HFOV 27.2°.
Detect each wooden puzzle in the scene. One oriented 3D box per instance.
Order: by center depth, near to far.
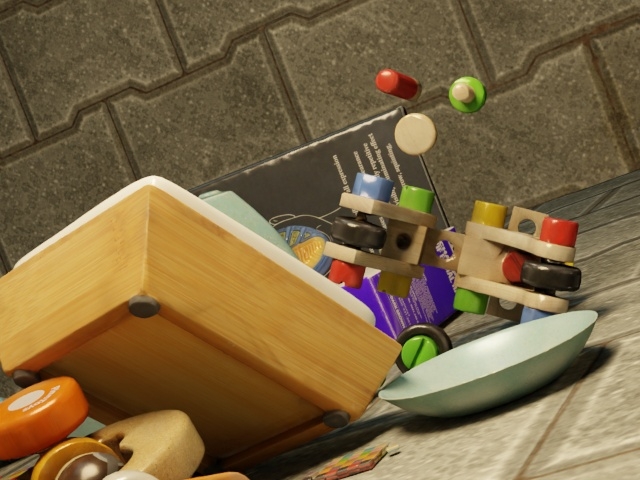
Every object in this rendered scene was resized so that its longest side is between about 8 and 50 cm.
[{"bbox_3d":[0.024,0.176,1.040,0.083,0.006,0.049,-21,2,22],"label":"wooden puzzle"}]

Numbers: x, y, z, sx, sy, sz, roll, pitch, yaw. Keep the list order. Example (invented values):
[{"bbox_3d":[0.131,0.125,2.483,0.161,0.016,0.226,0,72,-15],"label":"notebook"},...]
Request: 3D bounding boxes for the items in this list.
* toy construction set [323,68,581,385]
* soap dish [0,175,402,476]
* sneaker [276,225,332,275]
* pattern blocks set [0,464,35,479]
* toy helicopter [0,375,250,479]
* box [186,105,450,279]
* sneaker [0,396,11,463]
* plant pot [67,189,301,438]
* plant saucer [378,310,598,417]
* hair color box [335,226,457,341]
[{"bbox_3d":[0.142,-0.023,1.379,0.257,0.309,0.237,-13,-1,16],"label":"toy construction set"},{"bbox_3d":[-0.110,0.088,1.124,0.229,0.291,0.118,-29,41,36],"label":"soap dish"},{"bbox_3d":[-0.069,0.090,1.876,0.296,0.131,0.112,-38,35,32],"label":"sneaker"},{"bbox_3d":[-0.351,0.294,1.590,0.285,0.026,0.325,-22,2,-4],"label":"pattern blocks set"},{"bbox_3d":[-0.201,0.224,0.914,0.235,0.140,0.355,-12,18,37],"label":"toy helicopter"},{"bbox_3d":[0.000,0.000,2.055,0.395,0.294,0.212,-21,1,5],"label":"box"},{"bbox_3d":[-0.523,0.326,2.066,0.125,0.104,0.262,19,-34,-26],"label":"sneaker"},{"bbox_3d":[-0.153,0.089,1.414,0.247,0.252,0.248,-21,6,-39],"label":"plant pot"},{"bbox_3d":[0.145,0.110,1.104,0.195,0.037,0.195,-22,2,1],"label":"plant saucer"},{"bbox_3d":[0.063,0.087,1.689,0.185,0.110,0.339,-23,2,25],"label":"hair color box"}]
